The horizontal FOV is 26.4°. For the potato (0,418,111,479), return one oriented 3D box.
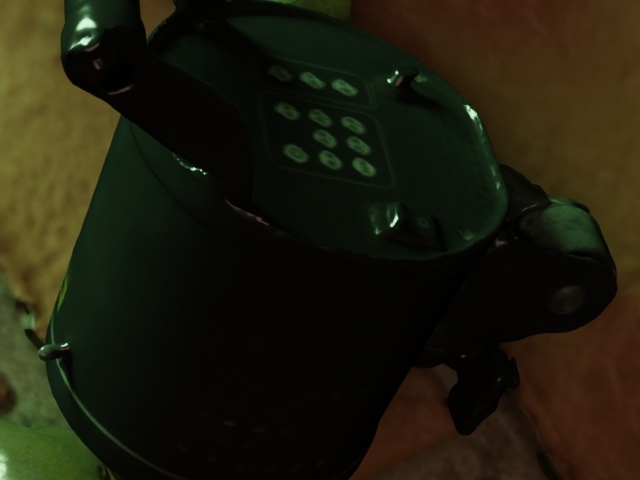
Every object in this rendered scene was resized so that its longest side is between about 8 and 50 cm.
[{"bbox_3d":[-0.190,0.231,0.882,0.178,0.160,0.235,-9,82,-10],"label":"potato"}]

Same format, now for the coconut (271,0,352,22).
[{"bbox_3d":[-0.024,-0.140,0.810,0.088,0.096,0.087,2,114,4],"label":"coconut"}]

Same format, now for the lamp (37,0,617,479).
[{"bbox_3d":[-0.042,0.014,0.747,0.374,0.205,0.272,27,122,-32],"label":"lamp"}]
